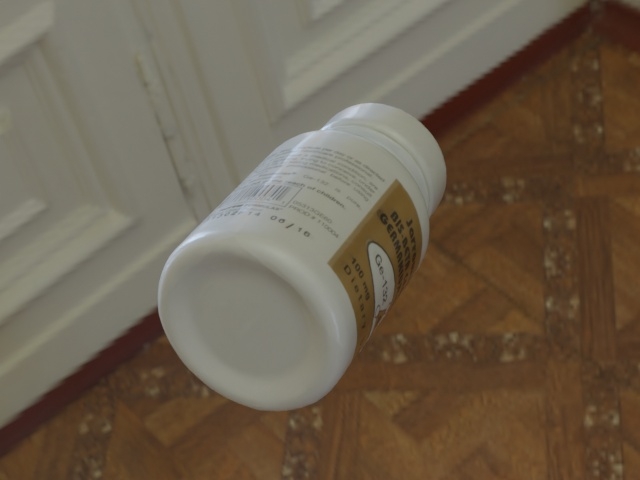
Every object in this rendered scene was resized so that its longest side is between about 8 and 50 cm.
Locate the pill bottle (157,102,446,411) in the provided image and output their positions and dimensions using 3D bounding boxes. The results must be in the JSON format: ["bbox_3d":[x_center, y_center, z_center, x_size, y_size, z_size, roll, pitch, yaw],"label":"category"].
[{"bbox_3d":[0.000,0.000,0.961,0.131,0.131,0.229,9,33,22],"label":"pill bottle"}]
